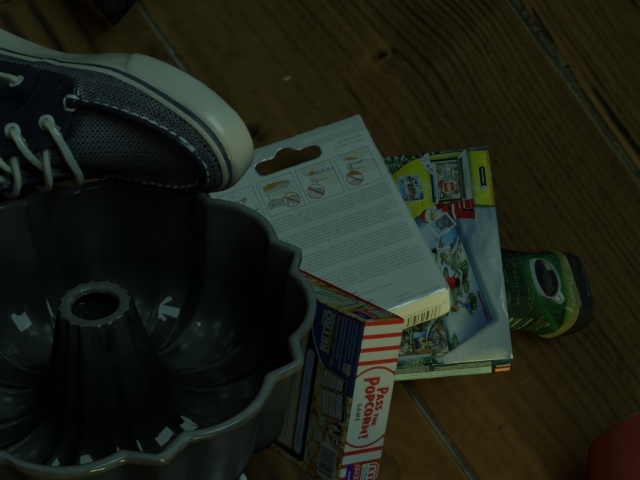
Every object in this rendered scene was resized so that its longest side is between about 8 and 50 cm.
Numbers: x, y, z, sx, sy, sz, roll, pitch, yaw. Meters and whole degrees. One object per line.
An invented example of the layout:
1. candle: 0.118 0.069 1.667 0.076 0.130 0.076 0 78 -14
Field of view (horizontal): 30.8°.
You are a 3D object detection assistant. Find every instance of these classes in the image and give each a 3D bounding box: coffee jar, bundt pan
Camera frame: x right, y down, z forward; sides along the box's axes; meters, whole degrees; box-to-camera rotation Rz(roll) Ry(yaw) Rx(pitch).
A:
1. coffee jar: 0.208 0.055 1.259 0.184 0.079 0.096 6 61 -30
2. bundt pan: -0.166 0.094 0.894 0.331 0.124 0.331 0 37 0

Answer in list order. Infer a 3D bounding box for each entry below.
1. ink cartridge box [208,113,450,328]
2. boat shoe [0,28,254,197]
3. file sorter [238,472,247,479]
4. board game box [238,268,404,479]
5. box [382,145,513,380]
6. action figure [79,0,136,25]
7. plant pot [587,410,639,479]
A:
1. ink cartridge box: 0.000 0.000 1.133 0.181 0.056 0.225 -19 58 -10
2. boat shoe: -0.228 -0.072 0.930 0.340 0.127 0.158 17 52 29
3. file sorter: 0.000 0.317 0.934 0.277 0.173 0.193 23 56 -22
4. board game box: -0.020 0.105 0.979 0.045 0.193 0.147 -2 107 -39
5. box: 0.102 0.023 1.172 0.159 0.044 0.233 -6 65 7
6. action figure: -0.277 -0.338 1.112 0.285 0.099 0.185 34 70 -2
7. plant pot: 0.386 0.306 1.150 0.275 0.275 0.243 17 48 -26
